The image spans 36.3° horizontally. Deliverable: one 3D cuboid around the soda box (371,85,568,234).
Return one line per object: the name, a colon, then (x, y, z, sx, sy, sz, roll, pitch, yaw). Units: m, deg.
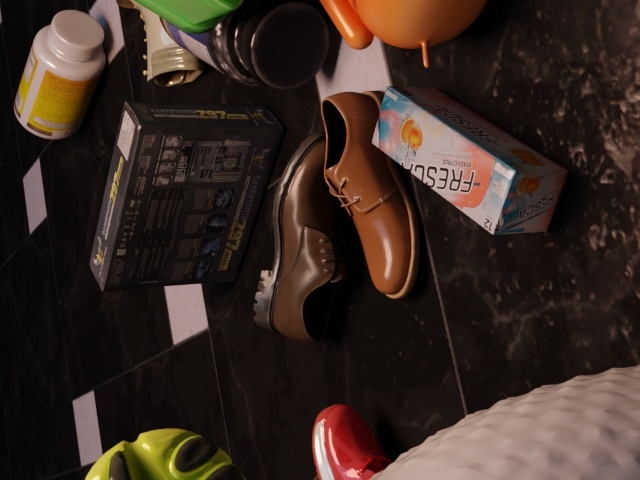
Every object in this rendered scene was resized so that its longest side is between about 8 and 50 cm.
soda box: (0.121, -0.072, 0.829, 0.183, 0.063, 0.058, 43, 127, 47)

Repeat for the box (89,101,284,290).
box: (-0.161, -0.050, 1.156, 0.059, 0.183, 0.233, 53, 135, 41)

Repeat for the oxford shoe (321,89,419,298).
oxford shoe: (0.040, -0.044, 0.949, 0.076, 0.076, 0.212, -30, 69, 52)

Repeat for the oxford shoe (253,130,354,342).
oxford shoe: (0.000, 0.000, 1.026, 0.096, 0.083, 0.227, 21, 112, 35)

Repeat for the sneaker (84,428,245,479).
sneaker: (-0.032, 0.235, 0.473, 0.123, 0.109, 0.295, 99, 151, -60)

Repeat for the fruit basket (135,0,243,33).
fruit basket: (-0.192, -0.400, 0.917, 0.283, 0.392, 0.392, -58, 41, 7)

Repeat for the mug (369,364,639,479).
mug: (0.185, 0.240, 0.512, 0.374, 0.328, 0.276, 49, 132, 43)

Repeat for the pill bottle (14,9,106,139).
pill bottle: (-0.426, -0.274, 1.609, 0.215, 0.117, 0.117, -52, 51, 45)

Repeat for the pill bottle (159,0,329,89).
pill bottle: (-0.085, -0.243, 1.082, 0.219, 0.122, 0.123, 38, 123, 49)

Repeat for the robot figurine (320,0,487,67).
robot figurine: (0.068, -0.254, 0.843, 0.219, 0.158, 0.128, 64, -178, 31)

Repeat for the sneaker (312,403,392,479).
sneaker: (0.083, 0.241, 0.915, 0.128, 0.087, 0.221, -39, 72, 42)

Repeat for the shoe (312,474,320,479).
shoe: (0.002, 0.319, 1.060, 0.076, 0.058, 0.219, -85, 19, -57)

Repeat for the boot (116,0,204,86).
boot: (-0.223, -0.293, 1.334, 0.213, 0.077, 0.165, 2, 96, 54)
